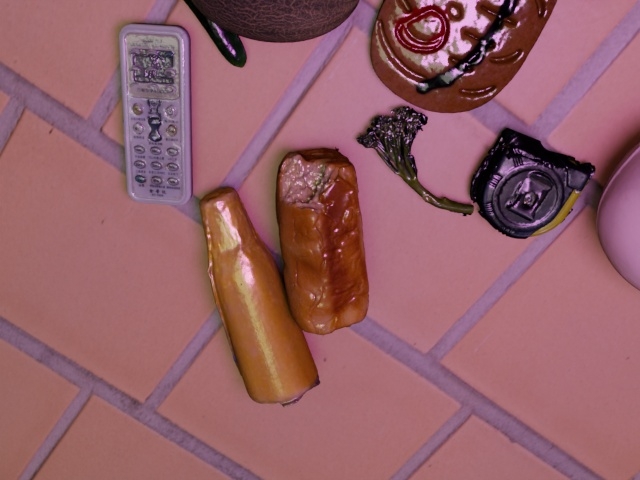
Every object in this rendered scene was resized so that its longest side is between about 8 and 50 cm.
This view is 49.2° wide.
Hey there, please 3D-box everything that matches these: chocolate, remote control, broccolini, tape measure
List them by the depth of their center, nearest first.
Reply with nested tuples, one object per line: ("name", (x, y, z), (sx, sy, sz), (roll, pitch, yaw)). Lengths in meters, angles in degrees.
("tape measure", (0.383, -0.092, 1.293), (0.198, 0.112, 0.186), (23, 114, -4))
("remote control", (-0.303, -0.232, 1.311), (0.127, 0.066, 0.336), (5, 112, 4))
("broccolini", (0.204, -0.150, 1.316), (0.271, 0.062, 0.123), (38, 118, -14))
("chocolate", (-0.138, 0.110, 1.406), (0.162, 0.162, 0.446), (-15, 105, 10))

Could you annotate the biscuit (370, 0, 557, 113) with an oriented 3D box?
("biscuit", (0.230, -0.407, 1.204), (0.314, 0.063, 0.368), (25, 112, -7))

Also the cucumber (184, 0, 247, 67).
("cucumber", (-0.219, -0.429, 1.235), (0.056, 0.056, 0.284), (-32, 109, 16))

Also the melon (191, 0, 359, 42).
("melon", (-0.074, -0.439, 1.118), (0.301, 0.237, 0.238), (11, 112, -1))

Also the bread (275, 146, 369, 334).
("bread", (-0.006, 0.000, 1.316), (0.148, 0.195, 0.344), (-12, 112, -13))

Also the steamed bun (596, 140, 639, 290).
("steamed bun", (0.663, -0.056, 1.179), (0.373, 0.334, 0.334), (-32, 106, 21))
